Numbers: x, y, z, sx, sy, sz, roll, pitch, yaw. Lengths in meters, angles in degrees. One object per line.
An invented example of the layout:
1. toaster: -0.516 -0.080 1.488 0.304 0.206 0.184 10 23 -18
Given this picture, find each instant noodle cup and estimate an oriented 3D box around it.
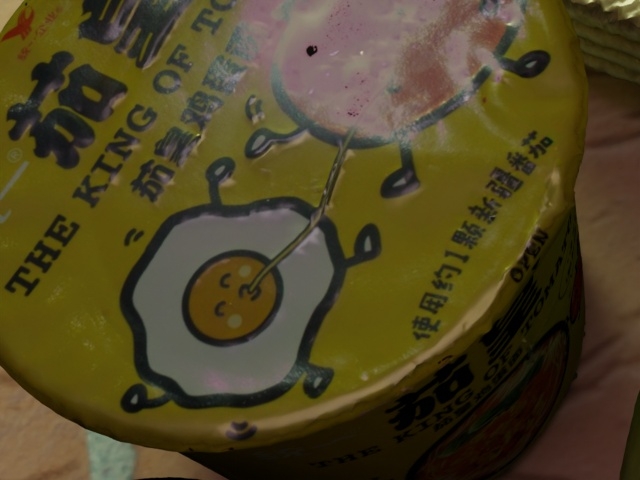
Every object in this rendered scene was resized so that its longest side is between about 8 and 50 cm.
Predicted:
1. instant noodle cup: 0.000 0.000 0.922 0.326 0.254 0.325 -8 61 15

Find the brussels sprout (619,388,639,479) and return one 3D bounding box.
1. brussels sprout: 0.280 0.106 0.727 0.344 0.268 0.344 -23 18 8

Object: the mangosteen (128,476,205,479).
1. mangosteen: -0.079 0.255 0.835 0.300 0.300 0.300 -8 64 16

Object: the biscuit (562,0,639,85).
1. biscuit: 0.240 -0.139 0.953 0.426 0.078 0.144 30 76 43
